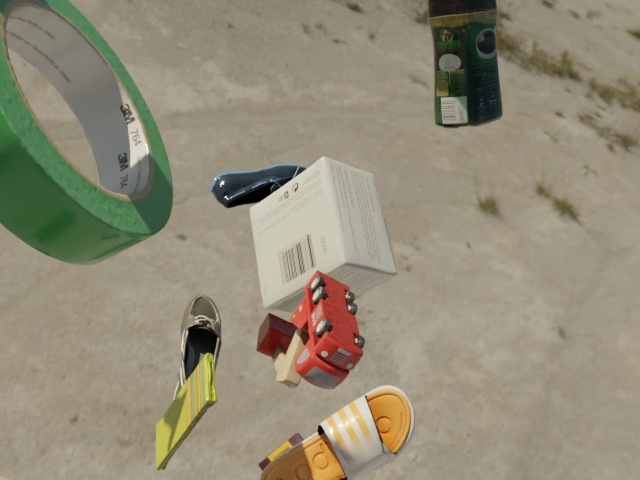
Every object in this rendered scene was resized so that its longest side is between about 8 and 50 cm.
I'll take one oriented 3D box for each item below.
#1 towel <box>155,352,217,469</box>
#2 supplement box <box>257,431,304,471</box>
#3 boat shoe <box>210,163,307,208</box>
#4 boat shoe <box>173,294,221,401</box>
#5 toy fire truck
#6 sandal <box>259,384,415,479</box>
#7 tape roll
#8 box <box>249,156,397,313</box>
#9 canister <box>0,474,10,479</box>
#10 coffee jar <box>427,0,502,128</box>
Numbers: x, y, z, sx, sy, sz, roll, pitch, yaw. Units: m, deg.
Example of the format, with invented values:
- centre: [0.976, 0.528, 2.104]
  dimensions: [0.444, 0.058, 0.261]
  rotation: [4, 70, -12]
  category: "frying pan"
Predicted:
- centre: [-0.241, 0.307, 1.317]
  dimensions: [0.021, 0.237, 0.102]
  rotation: [18, 38, -25]
  category: "towel"
- centre: [-0.027, 0.488, 1.469]
  dimensions: [0.104, 0.081, 0.188]
  rotation: [-37, 75, -14]
  category: "supplement box"
- centre: [-0.131, -0.112, 1.745]
  dimensions: [0.258, 0.109, 0.089]
  rotation: [-14, 56, -25]
  category: "boat shoe"
- centre: [-0.301, 0.277, 1.881]
  dimensions: [0.112, 0.095, 0.335]
  rotation: [16, 55, -20]
  category: "boat shoe"
- centre: [-0.016, 0.107, 0.783]
  dimensions: [0.047, 0.135, 0.192]
  rotation: [28, 20, -16]
  category: "toy fire truck"
- centre: [0.021, 0.311, 1.071]
  dimensions: [0.102, 0.265, 0.076]
  rotation: [57, 6, 16]
  category: "sandal"
- centre: [-0.282, -0.134, 0.798]
  dimensions: [0.321, 0.077, 0.321]
  rotation: [58, 16, -27]
  category: "tape roll"
- centre: [0.000, 0.000, 1.140]
  dimensions: [0.119, 0.181, 0.182]
  rotation: [15, 55, -43]
  category: "box"
- centre: [-0.483, 0.352, 1.031]
  dimensions: [0.170, 0.073, 0.126]
  rotation: [44, -20, -28]
  category: "canister"
- centre: [0.196, -0.250, 1.009]
  dimensions: [0.096, 0.184, 0.079]
  rotation: [-20, 20, -41]
  category: "coffee jar"
